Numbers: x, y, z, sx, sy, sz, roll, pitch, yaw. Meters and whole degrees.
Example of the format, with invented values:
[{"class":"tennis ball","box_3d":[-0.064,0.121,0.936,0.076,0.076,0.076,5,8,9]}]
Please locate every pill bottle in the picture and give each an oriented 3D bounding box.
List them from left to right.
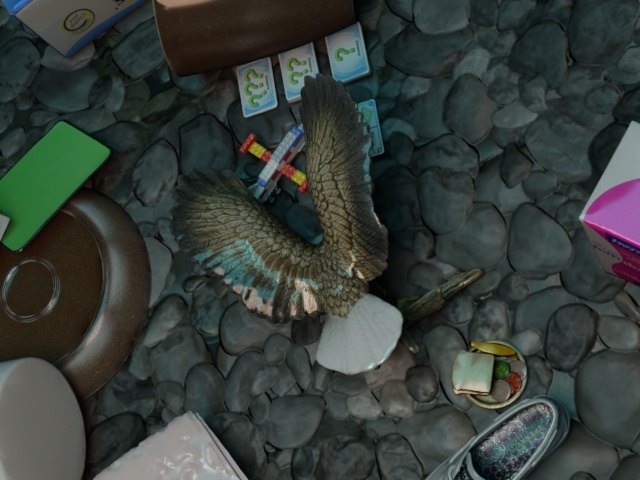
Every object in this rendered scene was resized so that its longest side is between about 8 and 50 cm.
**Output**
[{"class":"pill bottle","box_3d":[-0.502,0.265,1.317,0.392,0.224,0.224,-12,71,17]}]

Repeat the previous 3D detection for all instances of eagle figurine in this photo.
[{"class":"eagle figurine","box_3d":[-0.005,0.000,1.210,0.226,0.298,0.225,-45,16,-31]}]

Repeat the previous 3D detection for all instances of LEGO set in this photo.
[{"class":"LEGO set","box_3d":[-0.020,-0.145,1.347,0.182,0.060,0.244,-16,68,18]}]

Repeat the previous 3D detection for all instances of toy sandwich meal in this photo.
[{"class":"toy sandwich meal","box_3d":[0.185,0.145,1.196,0.085,0.029,0.086,-6,73,19]}]

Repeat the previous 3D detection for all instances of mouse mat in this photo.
[{"class":"mouse mat","box_3d":[-0.374,-0.076,1.446,0.190,0.007,0.152,-48,46,-13]}]

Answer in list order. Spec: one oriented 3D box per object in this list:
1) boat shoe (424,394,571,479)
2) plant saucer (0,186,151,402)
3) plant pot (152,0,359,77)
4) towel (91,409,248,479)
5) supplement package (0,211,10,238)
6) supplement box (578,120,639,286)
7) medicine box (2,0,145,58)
[{"class":"boat shoe","box_3d":[0.166,0.244,1.146,0.227,0.081,0.079,-44,64,4]},{"class":"plant saucer","box_3d":[-0.370,0.068,1.423,0.310,0.050,0.311,-6,71,19]},{"class":"plant pot","box_3d":[-0.071,-0.317,1.350,0.230,0.215,0.215,-2,73,8]},{"class":"towel","box_3d":[-0.183,0.395,1.167,0.332,0.053,0.317,-35,68,-17]},{"class":"supplement package","box_3d":[-0.548,0.004,1.415,0.203,0.149,0.194,26,92,43]},{"class":"supplement box","box_3d":[0.343,-0.017,1.078,0.111,0.220,0.114,29,86,26]},{"class":"medicine box","box_3d":[-0.338,-0.454,1.508,0.263,0.149,0.289,-35,65,8]}]
